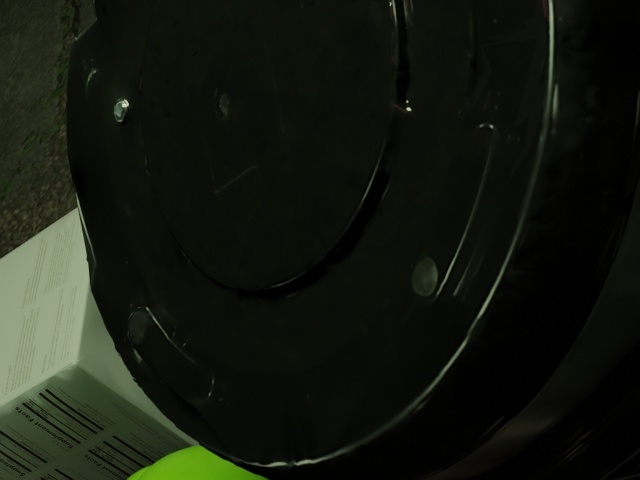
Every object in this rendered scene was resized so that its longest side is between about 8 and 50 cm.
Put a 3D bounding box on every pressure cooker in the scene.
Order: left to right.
[{"bbox_3d":[0.131,-0.067,0.732,0.370,0.420,0.375,21,105,48],"label":"pressure cooker"}]

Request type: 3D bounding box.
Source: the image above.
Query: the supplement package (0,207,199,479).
[{"bbox_3d":[-0.210,0.109,1.180,0.203,0.149,0.194,-31,36,26],"label":"supplement package"}]

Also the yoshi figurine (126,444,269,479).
[{"bbox_3d":[-0.099,0.266,0.868,0.203,0.203,0.362,-15,40,18],"label":"yoshi figurine"}]
